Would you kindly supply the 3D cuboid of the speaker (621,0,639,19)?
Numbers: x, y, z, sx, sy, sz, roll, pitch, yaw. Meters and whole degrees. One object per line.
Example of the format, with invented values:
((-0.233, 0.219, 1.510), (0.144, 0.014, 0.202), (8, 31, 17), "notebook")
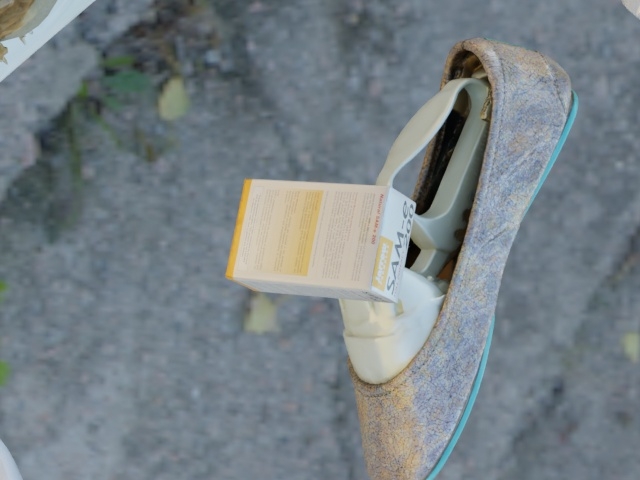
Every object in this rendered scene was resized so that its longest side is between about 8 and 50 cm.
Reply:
((0.253, -0.197, 1.230), (0.055, 0.055, 0.136), (13, 119, -40), "speaker")

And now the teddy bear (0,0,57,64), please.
((-0.196, -0.141, 0.700), (0.338, 0.245, 0.113), (-27, 64, -40), "teddy bear")

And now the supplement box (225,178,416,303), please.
((0.000, 0.000, 1.090), (0.036, 0.098, 0.062), (29, 70, -57), "supplement box")

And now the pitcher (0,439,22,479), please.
((-0.114, 0.130, 0.551), (0.178, 0.207, 0.125), (-45, 140, -35), "pitcher")

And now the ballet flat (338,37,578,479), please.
((0.069, 0.007, 1.262), (0.106, 0.107, 0.316), (28, 75, -31), "ballet flat")

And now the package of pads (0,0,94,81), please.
((-0.221, -0.226, 1.217), (0.296, 0.101, 0.229), (-41, 145, -3), "package of pads")
